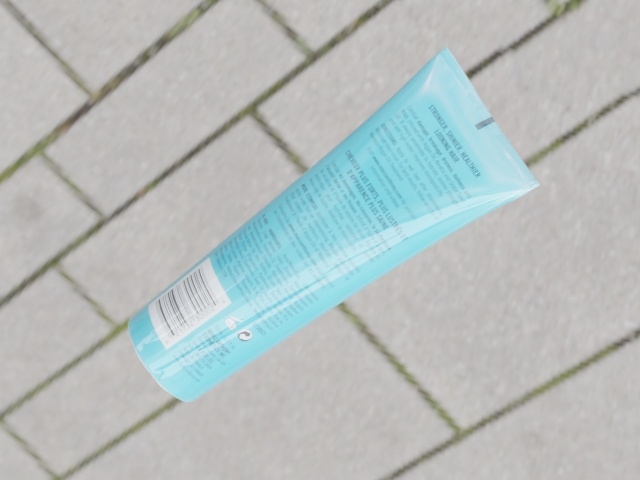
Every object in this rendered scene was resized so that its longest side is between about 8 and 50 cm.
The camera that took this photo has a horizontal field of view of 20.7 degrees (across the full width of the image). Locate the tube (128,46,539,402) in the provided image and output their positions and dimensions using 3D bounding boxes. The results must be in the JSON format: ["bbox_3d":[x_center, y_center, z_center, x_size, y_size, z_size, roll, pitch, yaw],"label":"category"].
[{"bbox_3d":[0.000,0.000,0.849,0.207,0.052,0.080,-36,82,15],"label":"tube"}]
